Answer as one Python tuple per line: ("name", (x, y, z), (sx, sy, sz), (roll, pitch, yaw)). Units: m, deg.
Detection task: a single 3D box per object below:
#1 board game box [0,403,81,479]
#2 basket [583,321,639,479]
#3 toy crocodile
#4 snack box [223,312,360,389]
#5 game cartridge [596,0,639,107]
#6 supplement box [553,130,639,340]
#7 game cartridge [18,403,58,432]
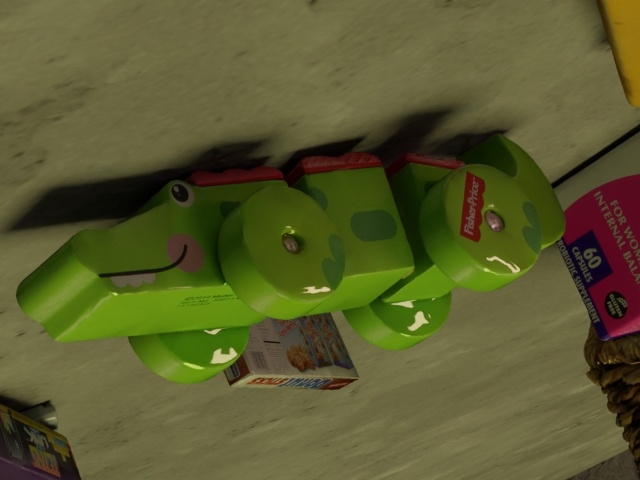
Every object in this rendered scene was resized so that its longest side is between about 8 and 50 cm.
("board game box", (-0.252, 0.160, 1.181), (0.141, 0.048, 0.170), (-24, 159, 7))
("basket", (0.342, 0.034, 1.358), (0.299, 0.223, 0.213), (-31, 159, 35))
("toy crocodile", (0.000, 0.000, 0.950), (0.340, 0.105, 0.115), (-7, 159, -36))
("snack box", (-0.026, 0.065, 1.189), (0.022, 0.064, 0.178), (-29, 165, 18))
("game cartridge", (0.257, -0.154, 0.798), (0.285, 0.053, 0.323), (-17, 169, 10))
("supplement box", (0.269, -0.033, 1.191), (0.114, 0.111, 0.220), (-9, 160, -45))
("game cartridge", (-0.212, 0.137, 1.266), (0.056, 0.017, 0.083), (-16, 164, -13))
